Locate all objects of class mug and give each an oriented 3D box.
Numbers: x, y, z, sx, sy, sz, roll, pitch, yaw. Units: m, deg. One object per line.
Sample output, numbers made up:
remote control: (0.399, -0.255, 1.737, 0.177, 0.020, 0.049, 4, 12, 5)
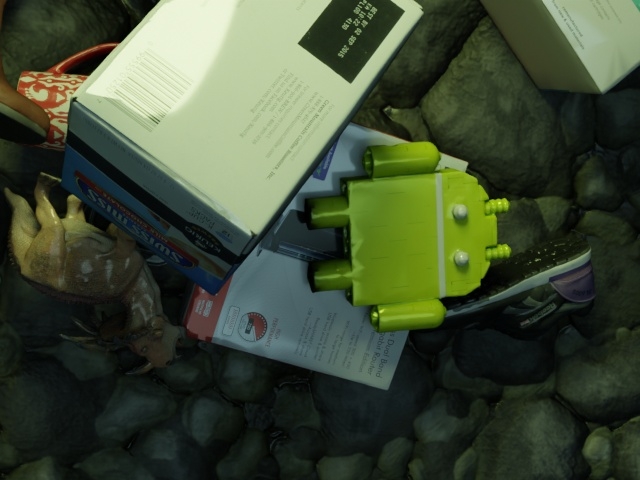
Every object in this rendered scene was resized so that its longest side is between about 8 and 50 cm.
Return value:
mug: (-0.289, -0.168, 1.305, 0.169, 0.150, 0.113, 5, 136, -9)

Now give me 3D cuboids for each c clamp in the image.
c clamp: (-0.235, -0.034, 1.372, 0.161, 0.022, 0.137, 8, 104, -15)

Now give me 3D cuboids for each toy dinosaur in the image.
toy dinosaur: (-0.296, 0.038, 1.282, 0.296, 0.127, 0.200, 24, 94, 4)

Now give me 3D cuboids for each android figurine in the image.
android figurine: (0.117, -0.004, 1.349, 0.273, 0.056, 0.248, -3, 101, -10)

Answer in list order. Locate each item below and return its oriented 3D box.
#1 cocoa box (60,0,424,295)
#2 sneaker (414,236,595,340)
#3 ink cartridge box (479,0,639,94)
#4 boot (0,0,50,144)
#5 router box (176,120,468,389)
cocoa box: (-0.092, -0.157, 1.159, 0.231, 0.228, 0.347, 37, 65, -3)
sneaker: (0.263, 0.101, 1.463, 0.283, 0.107, 0.124, -18, 110, -8)
ink cartridge box: (0.375, -0.351, 1.351, 0.270, 0.198, 0.197, -39, 105, -4)
boot: (-0.370, -0.280, 1.225, 0.264, 0.096, 0.280, 33, 67, -1)
router box: (0.000, 0.000, 1.394, 0.301, 0.082, 0.335, 17, 96, -14)
